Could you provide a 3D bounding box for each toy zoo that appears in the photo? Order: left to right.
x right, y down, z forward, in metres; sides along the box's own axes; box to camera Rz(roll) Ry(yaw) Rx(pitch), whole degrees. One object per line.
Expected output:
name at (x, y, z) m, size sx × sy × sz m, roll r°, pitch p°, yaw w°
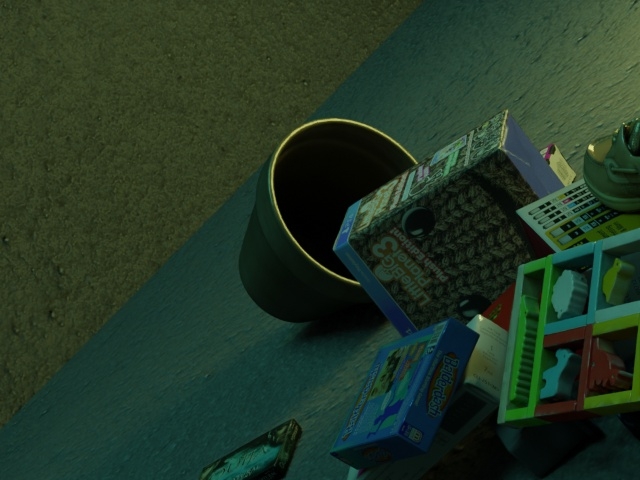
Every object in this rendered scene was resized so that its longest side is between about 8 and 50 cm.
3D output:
toy zoo at (0.293, 0.093, 1.657) m, size 0.293 × 0.030 × 0.192 m, roll -22°, pitch 55°, yaw 60°

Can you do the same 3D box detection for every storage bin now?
storage bin at (0.249, 0.206, 1.808) m, size 0.091 × 0.098 × 0.135 m, roll -48°, pitch 15°, yaw 4°

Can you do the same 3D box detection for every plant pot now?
plant pot at (0.000, 0.000, 2.644) m, size 0.323 × 0.323 × 0.280 m, roll -52°, pitch 4°, yaw -40°

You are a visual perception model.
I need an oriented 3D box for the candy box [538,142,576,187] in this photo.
candy box at (0.298, -0.041, 2.433) m, size 0.159 × 0.071 × 0.233 m, roll -28°, pitch 19°, yaw 31°

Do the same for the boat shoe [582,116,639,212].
boat shoe at (0.396, -0.099, 1.797) m, size 0.121 × 0.110 × 0.341 m, roll -28°, pitch 17°, yaw -12°

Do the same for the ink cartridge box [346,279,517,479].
ink cartridge box at (0.141, 0.185, 1.963) m, size 0.275 × 0.060 × 0.239 m, roll -50°, pitch 15°, yaw 37°

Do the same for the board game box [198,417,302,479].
board game box at (-0.117, 0.348, 2.352) m, size 0.186 × 0.026 × 0.126 m, roll -31°, pitch 17°, yaw 25°

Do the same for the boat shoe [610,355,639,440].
boat shoe at (0.362, 0.164, 1.654) m, size 0.109 × 0.089 × 0.258 m, roll -39°, pitch 15°, yaw 0°

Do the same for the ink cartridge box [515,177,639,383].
ink cartridge box at (0.355, 0.025, 1.905) m, size 0.272 × 0.130 × 0.309 m, roll -26°, pitch 16°, yaw 0°

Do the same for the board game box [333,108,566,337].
board game box at (0.208, -0.001, 2.219) m, size 0.291 × 0.232 × 0.141 m, roll -32°, pitch 16°, yaw 25°

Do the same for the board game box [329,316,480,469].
board game box at (0.098, 0.187, 1.868) m, size 0.160 × 0.047 × 0.210 m, roll -63°, pitch 13°, yaw -21°
